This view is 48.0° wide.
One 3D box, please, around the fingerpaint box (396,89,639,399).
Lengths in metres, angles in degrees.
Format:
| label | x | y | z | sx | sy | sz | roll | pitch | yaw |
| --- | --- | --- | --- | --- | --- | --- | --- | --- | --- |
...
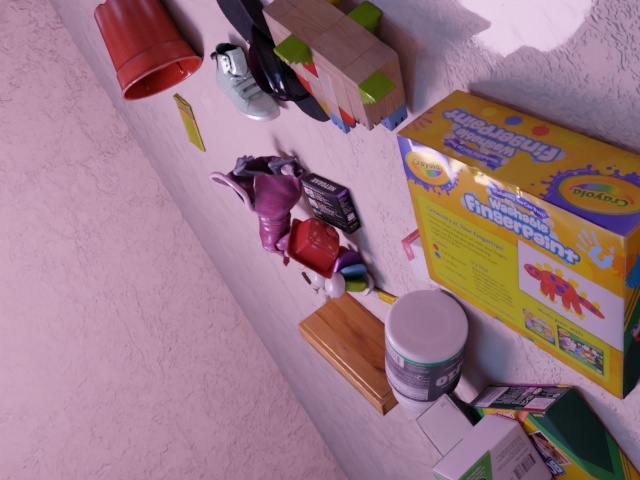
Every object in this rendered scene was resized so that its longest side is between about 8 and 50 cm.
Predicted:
| label | x | y | z | sx | sy | sz | roll | pitch | yaw |
| --- | --- | --- | --- | --- | --- | --- | --- | --- | --- |
| fingerpaint box | 0.363 | -0.007 | 1.207 | 0.445 | 0.163 | 0.371 | 34 | 153 | 44 |

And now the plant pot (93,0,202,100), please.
| label | x | y | z | sx | sy | sz | roll | pitch | yaw |
| --- | --- | --- | --- | --- | --- | --- | --- | --- | --- |
| plant pot | -0.543 | -0.609 | 2.199 | 0.265 | 0.272 | 0.272 | 63 | 161 | -1 |

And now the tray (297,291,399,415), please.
| label | x | y | z | sx | sy | sz | roll | pitch | yaw |
| --- | --- | --- | --- | --- | --- | --- | --- | --- | --- |
| tray | 0.133 | 0.343 | 2.276 | 0.411 | 0.203 | 0.076 | 40 | 156 | 36 |

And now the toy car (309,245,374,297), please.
| label | x | y | z | sx | sy | sz | roll | pitch | yaw |
| --- | --- | --- | --- | --- | --- | --- | --- | --- | --- |
| toy car | 0.070 | 0.088 | 2.128 | 0.182 | 0.159 | 0.136 | 30 | 113 | 51 |

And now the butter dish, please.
| label | x | y | z | sx | sy | sz | roll | pitch | yaw |
| --- | --- | --- | --- | --- | --- | --- | --- | --- | --- |
| butter dish | 0.000 | 0.000 | 2.024 | 0.160 | 0.160 | 0.118 | 30 | 132 | -21 |

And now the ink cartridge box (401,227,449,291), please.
| label | x | y | z | sx | sy | sz | roll | pitch | yaw |
| --- | --- | --- | --- | --- | --- | --- | --- | --- | --- |
| ink cartridge box | 0.282 | 0.049 | 1.637 | 0.198 | 0.067 | 0.115 | 21 | 142 | 57 |

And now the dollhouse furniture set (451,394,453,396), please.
| label | x | y | z | sx | sy | sz | roll | pitch | yaw |
| --- | --- | --- | --- | --- | --- | --- | --- | --- | --- |
| dollhouse furniture set | 0.377 | 0.597 | 2.214 | 0.301 | 0.151 | 0.197 | 55 | 161 | -2 |

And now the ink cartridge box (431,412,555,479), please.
| label | x | y | z | sx | sy | sz | roll | pitch | yaw |
| --- | --- | --- | --- | --- | --- | --- | --- | --- | --- |
| ink cartridge box | 0.425 | 0.585 | 1.664 | 0.289 | 0.211 | 0.121 | 57 | 160 | -11 |

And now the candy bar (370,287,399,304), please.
| label | x | y | z | sx | sy | sz | roll | pitch | yaw |
| --- | --- | --- | --- | --- | --- | --- | --- | --- | --- |
| candy bar | 0.186 | 0.164 | 2.131 | 0.161 | 0.018 | 0.040 | 24 | 142 | 56 |

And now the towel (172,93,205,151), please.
| label | x | y | z | sx | sy | sz | roll | pitch | yaw |
| --- | --- | --- | --- | --- | --- | --- | --- | --- | --- |
| towel | -0.493 | -0.437 | 2.701 | 0.102 | 0.021 | 0.237 | 42 | 158 | 33 |

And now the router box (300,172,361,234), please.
| label | x | y | z | sx | sy | sz | roll | pitch | yaw |
| --- | --- | --- | --- | --- | --- | --- | --- | --- | --- |
| router box | 0.028 | -0.103 | 2.006 | 0.179 | 0.046 | 0.133 | 30 | 149 | 50 |

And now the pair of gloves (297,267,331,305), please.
| label | x | y | z | sx | sy | sz | roll | pitch | yaw |
| --- | --- | --- | --- | --- | --- | --- | --- | --- | --- |
| pair of gloves | 0.005 | 0.194 | 2.537 | 0.240 | 0.042 | 0.204 | 60 | 167 | -8 |

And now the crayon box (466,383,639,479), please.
| label | x | y | z | sx | sy | sz | roll | pitch | yaw |
| --- | --- | --- | --- | --- | --- | --- | --- | --- | --- |
| crayon box | 0.550 | 0.495 | 1.703 | 0.313 | 0.106 | 0.363 | 54 | 161 | 0 |

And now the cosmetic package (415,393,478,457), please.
| label | x | y | z | sx | sy | sz | roll | pitch | yaw |
| --- | --- | --- | --- | --- | --- | --- | --- | --- | --- |
| cosmetic package | 0.381 | 0.520 | 1.939 | 0.160 | 0.113 | 0.309 | 51 | -172 | 29 |

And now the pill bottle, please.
| label | x | y | z | sx | sy | sz | roll | pitch | yaw |
| --- | --- | --- | --- | --- | --- | --- | --- | --- | --- |
| pill bottle | 0.272 | 0.303 | 1.885 | 0.204 | 0.204 | 0.361 | 43 | 158 | 29 |

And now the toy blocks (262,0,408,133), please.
| label | x | y | z | sx | sy | sz | roll | pitch | yaw |
| --- | --- | --- | --- | --- | --- | --- | --- | --- | --- |
| toy blocks | 0.039 | -0.333 | 1.447 | 0.381 | 0.191 | 0.261 | 44 | 170 | 28 |

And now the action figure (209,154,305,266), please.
| label | x | y | z | sx | sy | sz | roll | pitch | yaw |
| --- | --- | --- | --- | --- | --- | --- | --- | --- | --- |
| action figure | -0.136 | -0.068 | 2.150 | 0.248 | 0.276 | 0.370 | 26 | 133 | 42 |

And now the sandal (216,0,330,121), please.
| label | x | y | z | sx | sy | sz | roll | pitch | yaw |
| --- | --- | --- | --- | --- | --- | --- | --- | --- | --- |
| sandal | -0.131 | -0.437 | 1.720 | 0.445 | 0.107 | 0.167 | 50 | 161 | 11 |

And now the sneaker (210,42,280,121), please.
| label | x | y | z | sx | sy | sz | roll | pitch | yaw |
| --- | --- | --- | --- | --- | --- | --- | --- | --- | --- |
| sneaker | -0.207 | -0.430 | 1.934 | 0.256 | 0.094 | 0.151 | 42 | 155 | 27 |
